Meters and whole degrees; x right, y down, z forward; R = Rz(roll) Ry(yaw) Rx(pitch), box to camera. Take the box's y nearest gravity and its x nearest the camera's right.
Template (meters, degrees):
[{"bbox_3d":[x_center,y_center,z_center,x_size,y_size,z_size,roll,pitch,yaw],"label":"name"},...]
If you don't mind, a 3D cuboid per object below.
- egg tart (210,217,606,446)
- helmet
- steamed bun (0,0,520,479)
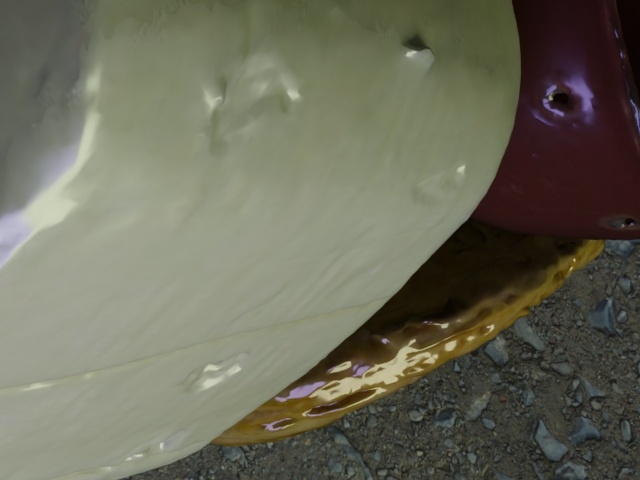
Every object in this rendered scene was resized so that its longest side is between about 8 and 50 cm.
[{"bbox_3d":[0.000,0.000,0.981,0.443,0.178,0.443,-19,-167,5],"label":"egg tart"},{"bbox_3d":[0.119,-0.143,0.787,0.230,0.385,0.337,-13,-172,26],"label":"helmet"},{"bbox_3d":[-0.158,-0.048,0.627,0.371,0.290,0.456,-5,149,-51],"label":"steamed bun"}]
